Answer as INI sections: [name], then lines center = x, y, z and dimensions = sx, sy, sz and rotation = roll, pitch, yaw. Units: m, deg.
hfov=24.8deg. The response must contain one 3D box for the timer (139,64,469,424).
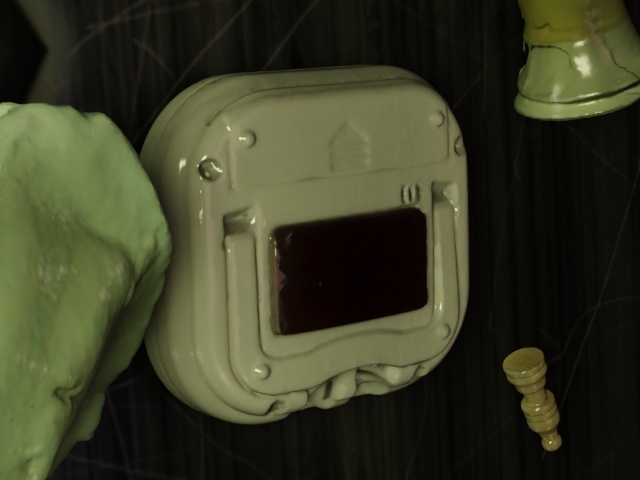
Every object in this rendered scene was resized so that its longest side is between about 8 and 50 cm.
[timer]
center = 0.000, 0.000, 1.007
dimensions = 0.262, 0.087, 0.237
rotation = -9, 100, -37

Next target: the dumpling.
[dumpling]
center = -0.230, 0.071, 0.765
dimensions = 0.270, 0.320, 0.212
rotation = -19, 88, -78

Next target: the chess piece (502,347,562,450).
[chess piece]
center = 0.180, 0.135, 1.198
dimensions = 0.035, 0.035, 0.092
rotation = -38, 120, -29

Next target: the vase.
[vase]
center = 0.168, -0.257, 1.080
dimensions = 0.173, 0.173, 0.321
rotation = -33, 120, -31
